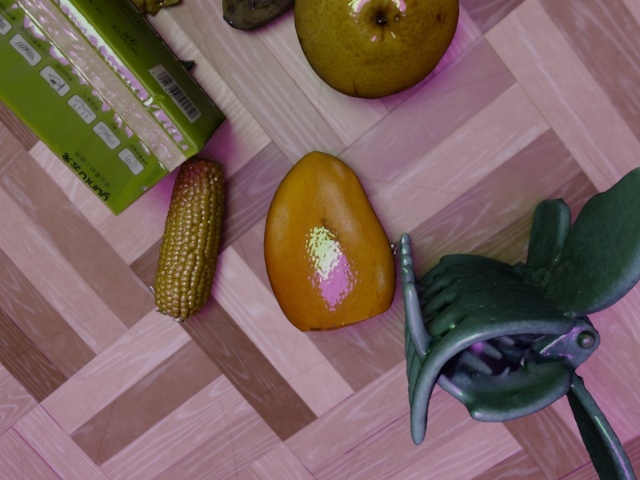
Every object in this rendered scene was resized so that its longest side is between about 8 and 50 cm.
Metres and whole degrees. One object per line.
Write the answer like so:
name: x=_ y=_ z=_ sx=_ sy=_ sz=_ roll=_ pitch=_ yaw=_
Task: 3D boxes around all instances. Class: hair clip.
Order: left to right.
hair clip: x=0.225 y=0.099 z=0.605 sx=0.238 sy=0.318 sz=0.392 roll=-3 pitch=104 yaw=8

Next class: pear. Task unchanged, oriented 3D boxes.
pear: x=0.068 y=-0.285 z=0.596 sx=0.209 sy=0.209 sz=0.209 roll=1 pitch=102 yaw=6

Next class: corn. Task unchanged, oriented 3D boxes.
corn: x=-0.204 y=0.000 z=0.745 sx=0.091 sy=0.091 sz=0.260 roll=4 pitch=105 yaw=-31

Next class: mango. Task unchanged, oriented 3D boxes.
mango: x=0.000 y=0.000 z=0.698 sx=0.187 sy=0.138 sz=0.257 roll=-21 pitch=85 yaw=28

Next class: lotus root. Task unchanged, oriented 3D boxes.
lotus root: x=-0.065 y=-0.362 z=0.654 sx=0.179 sy=0.080 sz=0.089 roll=-39 pitch=95 yaw=14

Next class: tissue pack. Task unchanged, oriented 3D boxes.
tissue pack: x=-0.283 y=-0.208 z=0.618 sx=0.167 sy=0.200 sz=0.275 roll=-34 pitch=112 yaw=14

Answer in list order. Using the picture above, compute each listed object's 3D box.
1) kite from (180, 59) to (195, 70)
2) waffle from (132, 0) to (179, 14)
kite: x=-0.350 y=-0.216 z=0.735 sx=0.321 sy=0.016 sz=0.234 roll=1 pitch=117 yaw=-1
waffle: x=-0.313 y=-0.457 z=0.673 sx=0.329 sy=0.062 sz=0.329 roll=1 pitch=102 yaw=5
